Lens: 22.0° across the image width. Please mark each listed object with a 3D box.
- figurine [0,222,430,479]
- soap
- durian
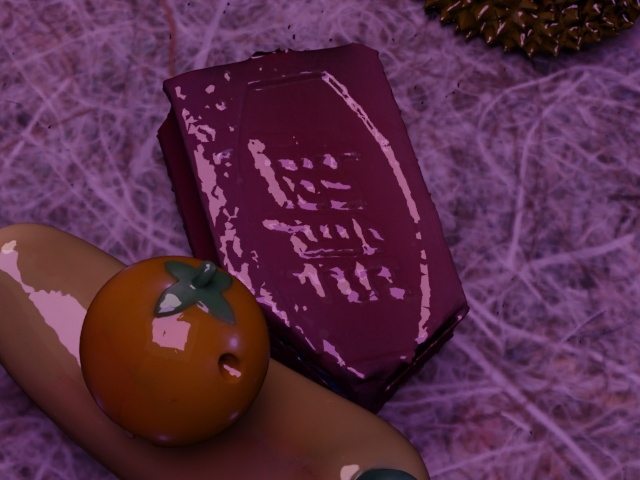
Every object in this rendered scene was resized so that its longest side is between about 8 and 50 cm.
[{"bbox_3d":[-0.077,0.091,0.977,0.324,0.222,0.124,36,70,11],"label":"figurine"},{"bbox_3d":[0.000,0.000,1.097,0.162,0.099,0.250,-12,66,-17],"label":"soap"},{"bbox_3d":[0.167,-0.243,1.195,0.237,0.138,0.193,10,65,1],"label":"durian"}]
